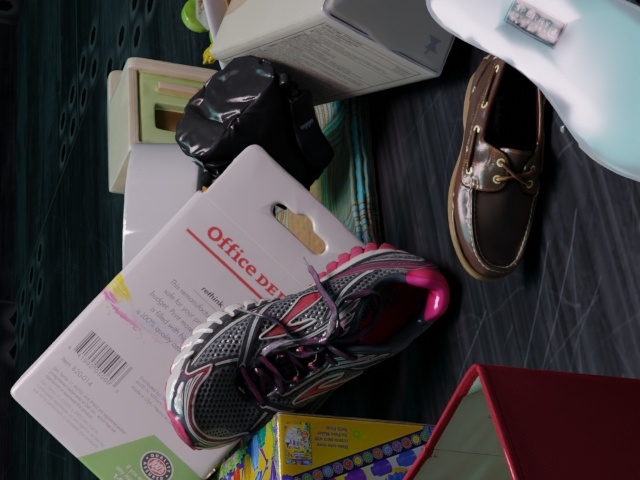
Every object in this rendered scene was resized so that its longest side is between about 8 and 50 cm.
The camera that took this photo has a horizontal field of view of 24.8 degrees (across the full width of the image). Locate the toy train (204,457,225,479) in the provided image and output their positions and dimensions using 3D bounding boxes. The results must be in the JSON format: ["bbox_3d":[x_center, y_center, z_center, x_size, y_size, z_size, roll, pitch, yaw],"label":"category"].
[{"bbox_3d":[-0.129,0.325,1.933,0.166,0.046,0.125,-127,22,-49],"label":"toy train"}]

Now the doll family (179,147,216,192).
[{"bbox_3d":[-0.124,-0.071,1.885,0.163,0.118,0.263,109,163,-78],"label":"doll family"}]

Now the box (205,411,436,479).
[{"bbox_3d":[-0.007,0.349,1.406,0.290,0.177,0.279,132,141,-56],"label":"box"}]

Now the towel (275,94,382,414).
[{"bbox_3d":[0.000,0.000,1.703,0.271,0.040,0.370,129,143,-54],"label":"towel"}]

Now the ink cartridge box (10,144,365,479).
[{"bbox_3d":[-0.122,0.094,1.503,0.353,0.207,0.119,-47,1,-7],"label":"ink cartridge box"}]

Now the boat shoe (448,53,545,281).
[{"bbox_3d":[0.157,-0.070,1.262,0.073,0.073,0.207,150,125,-67],"label":"boat shoe"}]

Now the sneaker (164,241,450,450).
[{"bbox_3d":[-0.015,0.095,1.385,0.121,0.299,0.112,61,164,-18],"label":"sneaker"}]

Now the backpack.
[{"bbox_3d":[-0.066,-0.117,1.613,0.152,0.182,0.115,-43,55,5],"label":"backpack"}]

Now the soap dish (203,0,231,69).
[{"bbox_3d":[-0.085,-0.355,1.808,0.291,0.118,0.229,78,-173,-61],"label":"soap dish"}]

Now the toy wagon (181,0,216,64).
[{"bbox_3d":[-0.139,-0.415,2.172,0.267,0.068,0.344,133,139,-58],"label":"toy wagon"}]

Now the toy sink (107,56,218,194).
[{"bbox_3d":[-0.238,-0.193,2.239,0.131,0.153,0.234,124,148,-50],"label":"toy sink"}]

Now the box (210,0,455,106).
[{"bbox_3d":[0.016,-0.236,1.535,0.311,0.148,0.121,-1,65,64],"label":"box"}]

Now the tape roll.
[{"bbox_3d":[-0.213,0.004,2.049,0.286,0.100,0.286,-179,90,-89],"label":"tape roll"}]

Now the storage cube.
[{"bbox_3d":[0.173,0.216,0.954,0.215,0.193,0.183,-105,30,-43],"label":"storage cube"}]

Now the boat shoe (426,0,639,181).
[{"bbox_3d":[0.208,-0.133,1.102,0.306,0.105,0.113,37,109,39],"label":"boat shoe"}]
